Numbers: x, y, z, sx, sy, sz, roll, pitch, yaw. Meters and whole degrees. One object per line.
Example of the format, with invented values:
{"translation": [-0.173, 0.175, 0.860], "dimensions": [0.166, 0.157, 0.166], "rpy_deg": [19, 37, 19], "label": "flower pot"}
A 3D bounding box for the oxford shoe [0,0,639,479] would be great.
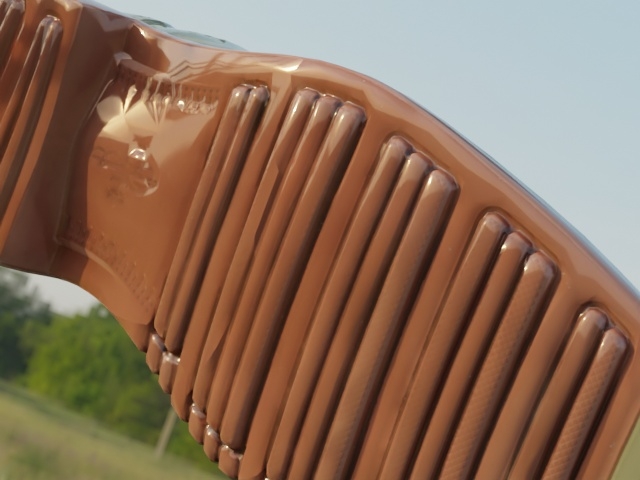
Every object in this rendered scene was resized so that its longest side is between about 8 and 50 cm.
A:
{"translation": [0.000, 0.000, 0.697], "dimensions": [0.397, 0.140, 0.146], "rpy_deg": [34, 14, 35], "label": "oxford shoe"}
